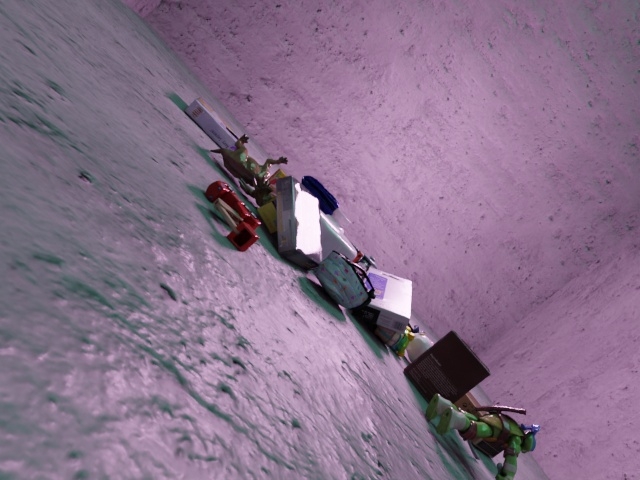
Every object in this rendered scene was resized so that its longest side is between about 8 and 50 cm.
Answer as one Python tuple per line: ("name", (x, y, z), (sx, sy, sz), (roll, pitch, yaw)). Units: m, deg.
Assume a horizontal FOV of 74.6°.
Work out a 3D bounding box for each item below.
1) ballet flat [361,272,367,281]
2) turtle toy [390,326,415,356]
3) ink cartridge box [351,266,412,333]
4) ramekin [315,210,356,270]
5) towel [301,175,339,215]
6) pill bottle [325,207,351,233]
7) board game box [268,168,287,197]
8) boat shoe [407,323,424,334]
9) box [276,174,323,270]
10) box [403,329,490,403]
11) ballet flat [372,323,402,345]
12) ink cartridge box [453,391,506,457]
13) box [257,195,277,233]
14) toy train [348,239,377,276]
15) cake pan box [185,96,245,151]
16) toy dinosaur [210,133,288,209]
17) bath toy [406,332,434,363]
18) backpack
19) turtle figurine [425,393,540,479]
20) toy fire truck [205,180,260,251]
("ballet flat", (0.270, 0.239, 2.084), (0.203, 0.074, 0.074), (52, 8, 33))
("turtle toy", (0.271, 0.340, 1.473), (0.066, 0.095, 0.130), (25, 11, -11))
("ink cartridge box", (0.224, 0.194, 1.462), (0.176, 0.069, 0.371), (19, 18, 8))
("ramekin", (0.000, 0.000, 1.452), (0.277, 0.135, 0.277), (47, 6, -7))
("towel", (-0.010, -0.146, 1.938), (0.227, 0.076, 0.308), (51, -22, 15))
("pill bottle", (0.031, -0.041, 1.688), (0.108, 0.180, 0.108), (47, 7, -8))
("board game box", (-0.114, -0.144, 1.607), (0.259, 0.124, 0.039), (43, 10, -35))
("boat shoe", (0.402, 0.407, 1.860), (0.258, 0.089, 0.109), (48, 7, 3))
("box", (-0.059, -0.046, 1.222), (0.183, 0.056, 0.230), (35, 46, -58))
("box", (0.403, 0.414, 1.340), (0.167, 0.203, 0.168), (51, 8, 22))
("ballet flat", (0.214, 0.259, 1.493), (0.106, 0.107, 0.316), (33, 8, -9))
("ink cartridge box", (0.530, 0.617, 1.475), (0.193, 0.088, 0.234), (45, 6, -36))
("box", (-0.111, -0.104, 1.300), (0.087, 0.058, 0.232), (62, 23, -10))
("toy train", (0.149, 0.087, 1.898), (0.190, 0.142, 0.334), (45, 4, 4))
("cake pan box", (-0.422, -0.458, 1.711), (0.267, 0.070, 0.245), (46, 9, -21))
("toy dinosaur", (-0.239, -0.224, 1.343), (0.296, 0.127, 0.200), (33, 40, -2))
("bath toy", (0.425, 0.456, 1.624), (0.348, 0.152, 0.128), (39, 46, -50))
("backpack", (0.063, 0.118, 1.219), (0.152, 0.115, 0.182), (29, -20, 43))
("turtle figurine", (0.397, 0.530, 1.075), (0.267, 0.274, 0.197), (28, 32, -4))
("toy fire truck", (-0.195, -0.060, 0.922), (0.192, 0.047, 0.135), (48, 8, 11))
